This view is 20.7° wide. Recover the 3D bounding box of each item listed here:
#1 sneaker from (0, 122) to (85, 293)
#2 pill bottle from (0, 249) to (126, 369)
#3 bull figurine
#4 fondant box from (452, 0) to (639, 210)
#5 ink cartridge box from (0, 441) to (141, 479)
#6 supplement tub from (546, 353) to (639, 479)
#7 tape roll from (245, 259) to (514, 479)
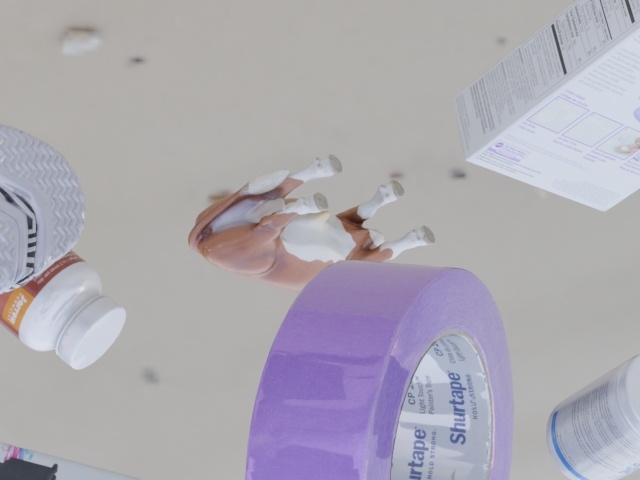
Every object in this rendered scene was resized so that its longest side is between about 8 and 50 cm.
[{"bbox_3d":[-0.371,-0.002,1.306,0.366,0.137,0.210,-14,-176,-35],"label":"sneaker"},{"bbox_3d":[-0.336,0.051,2.054,0.216,0.121,0.121,37,151,17],"label":"pill bottle"},{"bbox_3d":[0.000,0.000,1.912,0.188,0.101,0.310,-34,153,31],"label":"bull figurine"},{"bbox_3d":[0.349,-0.177,1.987,0.238,0.096,0.330,18,141,-36],"label":"fondant box"},{"bbox_3d":[-0.196,0.175,0.955,0.175,0.127,0.072,15,152,-7],"label":"ink cartridge box"},{"bbox_3d":[0.214,0.127,1.238,0.071,0.071,0.107,13,151,-22],"label":"supplement tub"},{"bbox_3d":[0.050,0.153,1.249,0.090,0.275,0.275,4,152,27],"label":"tape roll"}]
